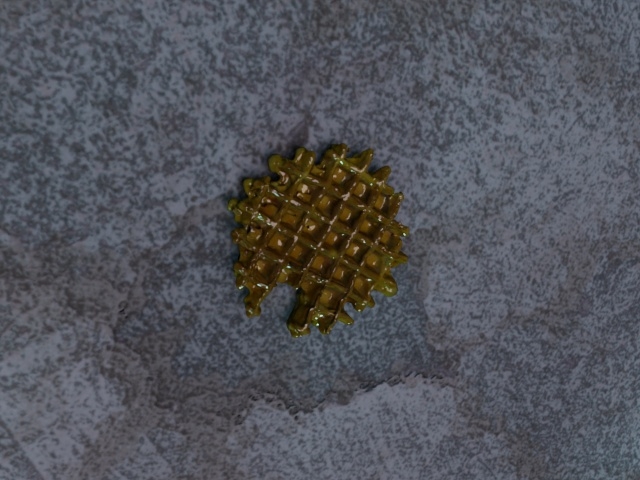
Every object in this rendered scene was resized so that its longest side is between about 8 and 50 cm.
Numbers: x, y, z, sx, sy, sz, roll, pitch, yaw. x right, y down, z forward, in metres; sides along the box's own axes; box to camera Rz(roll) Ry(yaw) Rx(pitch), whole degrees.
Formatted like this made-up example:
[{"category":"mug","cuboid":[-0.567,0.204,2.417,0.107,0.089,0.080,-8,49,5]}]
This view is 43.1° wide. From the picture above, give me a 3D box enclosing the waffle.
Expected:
[{"category":"waffle","cuboid":[0.000,0.000,0.960,0.229,0.051,0.231,-17,112,-19]}]
